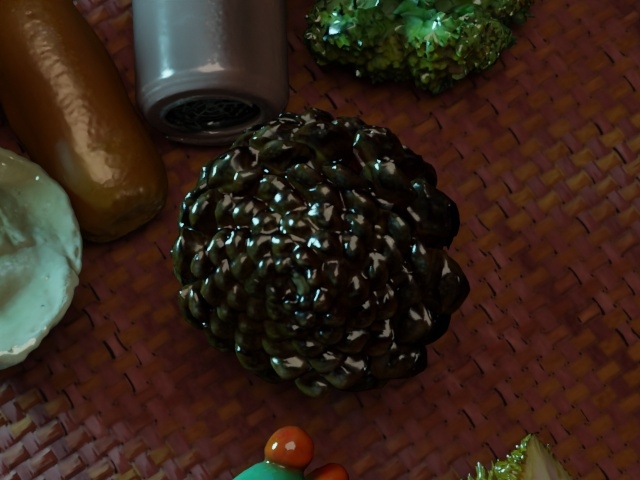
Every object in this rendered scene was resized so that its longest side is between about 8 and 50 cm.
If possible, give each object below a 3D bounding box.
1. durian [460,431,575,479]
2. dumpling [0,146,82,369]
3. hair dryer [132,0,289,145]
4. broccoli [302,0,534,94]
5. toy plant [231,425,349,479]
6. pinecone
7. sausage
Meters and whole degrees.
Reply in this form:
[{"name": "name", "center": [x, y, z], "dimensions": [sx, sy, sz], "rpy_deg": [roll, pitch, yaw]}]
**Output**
[{"name": "durian", "center": [0.160, 0.279, 1.222], "dimensions": [0.138, 0.183, 0.249], "rpy_deg": [-30, 73, 14]}, {"name": "dumpling", "center": [-0.272, 0.005, 1.292], "dimensions": [0.252, 0.131, 0.179], "rpy_deg": [22, 55, 40]}, {"name": "hair dryer", "center": [-0.024, -0.227, 1.288], "dimensions": [0.125, 0.352, 0.210], "rpy_deg": [11, 66, -34]}, {"name": "broccoli", "center": [0.079, -0.216, 1.356], "dimensions": [0.220, 0.194, 0.194], "rpy_deg": [-37, 76, -3]}, {"name": "toy plant", "center": [-0.120, 0.278, 1.192], "dimensions": [0.400, 0.185, 0.279], "rpy_deg": [11, 60, -16]}, {"name": "pinecone", "center": [0.000, 0.000, 1.278], "dimensions": [0.221, 0.221, 0.221], "rpy_deg": [1, 72, -2]}, {"name": "sausage", "center": [-0.203, -0.113, 1.364], "dimensions": [0.098, 0.098, 0.238], "rpy_deg": [-27, 76, -10]}]
